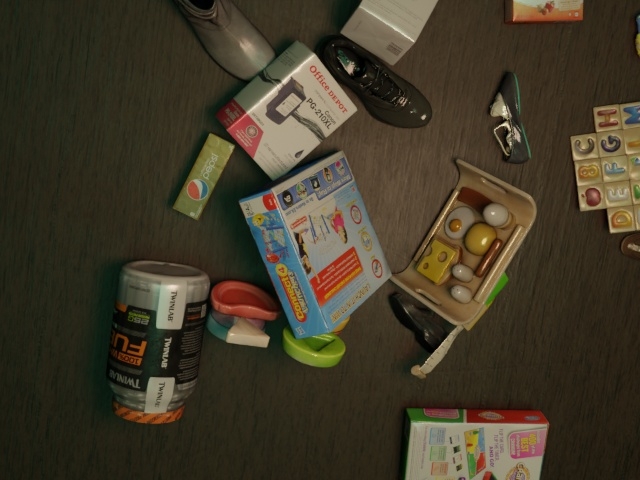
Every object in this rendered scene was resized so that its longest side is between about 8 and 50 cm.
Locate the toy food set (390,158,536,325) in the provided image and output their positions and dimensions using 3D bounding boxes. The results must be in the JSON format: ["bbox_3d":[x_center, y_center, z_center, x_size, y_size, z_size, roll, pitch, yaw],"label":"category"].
[{"bbox_3d":[0.293,0.000,1.805,0.092,0.220,0.306,26,97,-46],"label":"toy food set"}]

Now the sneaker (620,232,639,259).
[{"bbox_3d":[0.780,0.024,1.928,0.189,0.071,0.066,9,98,-6],"label":"sneaker"}]

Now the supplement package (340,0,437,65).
[{"bbox_3d":[0.167,-0.508,1.732,0.134,0.139,0.244,31,75,-8],"label":"supplement package"}]

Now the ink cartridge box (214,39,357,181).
[{"bbox_3d":[-0.069,-0.268,1.772,0.237,0.100,0.172,-42,126,2],"label":"ink cartridge box"}]

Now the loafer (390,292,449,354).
[{"bbox_3d":[0.223,0.177,1.917,0.061,0.062,0.170,-44,104,-20],"label":"loafer"}]

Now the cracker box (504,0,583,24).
[{"bbox_3d":[0.477,-0.583,1.816,0.156,0.067,0.232,-3,98,-5],"label":"cracker box"}]

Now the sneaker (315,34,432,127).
[{"bbox_3d":[0.115,-0.327,1.793,0.286,0.130,0.109,31,95,-10],"label":"sneaker"}]

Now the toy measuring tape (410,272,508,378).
[{"bbox_3d":[0.286,0.149,1.877,0.121,0.121,0.330,41,87,-9],"label":"toy measuring tape"}]

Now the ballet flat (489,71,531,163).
[{"bbox_3d":[0.408,-0.263,1.858,0.074,0.074,0.203,-14,101,-3],"label":"ballet flat"}]

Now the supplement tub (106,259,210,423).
[{"bbox_3d":[-0.347,0.212,1.800,0.194,0.193,0.315,7,97,-6],"label":"supplement tub"}]

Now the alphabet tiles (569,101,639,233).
[{"bbox_3d":[0.737,-0.169,1.883,0.343,0.011,0.284,-7,89,6],"label":"alphabet tiles"}]

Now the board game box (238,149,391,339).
[{"bbox_3d":[0.000,0.000,1.747,0.086,0.308,0.301,-15,101,33],"label":"board game box"}]

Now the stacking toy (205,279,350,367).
[{"bbox_3d":[-0.093,0.212,1.784,0.309,0.279,0.130,13,110,-10],"label":"stacking toy"}]

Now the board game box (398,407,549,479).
[{"bbox_3d":[0.345,0.507,1.948,0.317,0.064,0.242,3,107,-6],"label":"board game box"}]

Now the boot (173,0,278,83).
[{"bbox_3d":[-0.217,-0.448,1.699,0.338,0.222,0.118,43,92,-9],"label":"boot"}]

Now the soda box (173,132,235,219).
[{"bbox_3d":[-0.249,-0.139,1.825,0.061,0.058,0.181,27,95,-8],"label":"soda box"}]

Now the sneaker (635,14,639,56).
[{"bbox_3d":[0.798,-0.483,1.846,0.240,0.091,0.126,-18,99,-1],"label":"sneaker"}]
